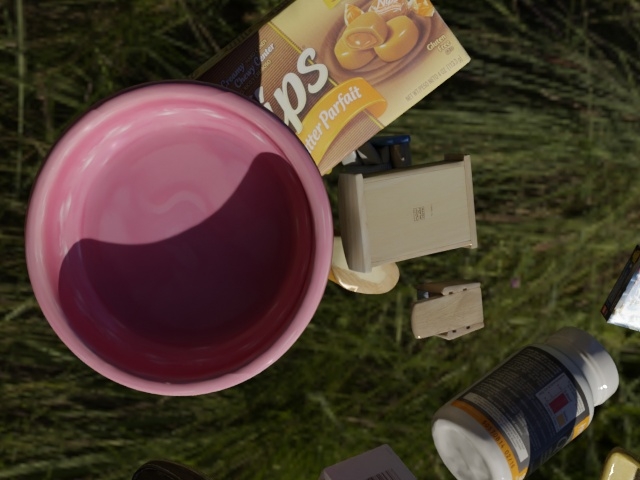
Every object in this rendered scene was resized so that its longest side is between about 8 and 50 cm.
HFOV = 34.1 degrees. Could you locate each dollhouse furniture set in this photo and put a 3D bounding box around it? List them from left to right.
[{"bbox_3d":[0.064,-0.005,1.575,0.198,0.303,0.286,-11,101,-30],"label":"dollhouse furniture set"}]

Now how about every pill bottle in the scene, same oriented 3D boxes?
[{"bbox_3d":[0.319,0.259,1.610,0.278,0.162,0.162,-31,135,-24],"label":"pill bottle"}]

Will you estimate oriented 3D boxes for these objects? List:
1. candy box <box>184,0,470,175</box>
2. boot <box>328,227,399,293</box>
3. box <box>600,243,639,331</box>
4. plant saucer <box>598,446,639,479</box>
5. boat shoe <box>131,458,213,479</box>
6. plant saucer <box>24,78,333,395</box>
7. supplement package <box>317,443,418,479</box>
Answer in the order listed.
[{"bbox_3d":[-0.006,-0.191,1.230,0.183,0.316,0.087,51,4,-16],"label":"candy box"},{"bbox_3d":[-0.001,0.001,2.048,0.104,0.295,0.211,-65,-158,9],"label":"boot"},{"bbox_3d":[0.399,0.065,1.178,0.027,0.137,0.094,-100,-150,-61],"label":"box"},{"bbox_3d":[0.490,0.475,1.360,0.081,0.333,0.333,-14,125,-36],"label":"plant saucer"},{"bbox_3d":[-0.210,0.474,1.725,0.123,0.342,0.123,-56,148,3],"label":"boat shoe"},{"bbox_3d":[-0.147,-0.004,1.123,0.084,0.332,0.332,-14,108,-82],"label":"plant saucer"},{"bbox_3d":[0.042,0.345,1.218,0.105,0.105,0.179,-13,139,-39],"label":"supplement package"}]
